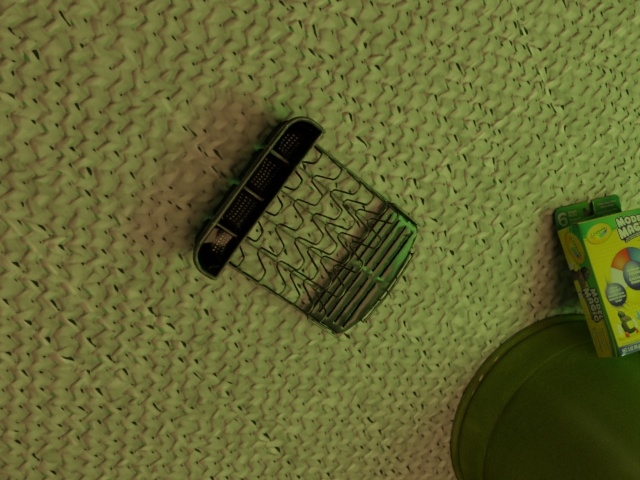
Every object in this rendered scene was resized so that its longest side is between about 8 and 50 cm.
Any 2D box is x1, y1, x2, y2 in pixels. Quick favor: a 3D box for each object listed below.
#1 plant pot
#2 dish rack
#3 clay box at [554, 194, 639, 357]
[{"bbox_3d":[0.435,0.341,0.923,0.366,0.353,0.366,-7,109,-19],"label":"plant pot"},{"bbox_3d":[0.000,0.000,0.792,0.271,0.074,0.208,36,93,-28],"label":"dish rack"},{"bbox_3d":[0.429,0.044,0.938,0.127,0.053,0.222,-13,83,-19],"label":"clay box"}]
